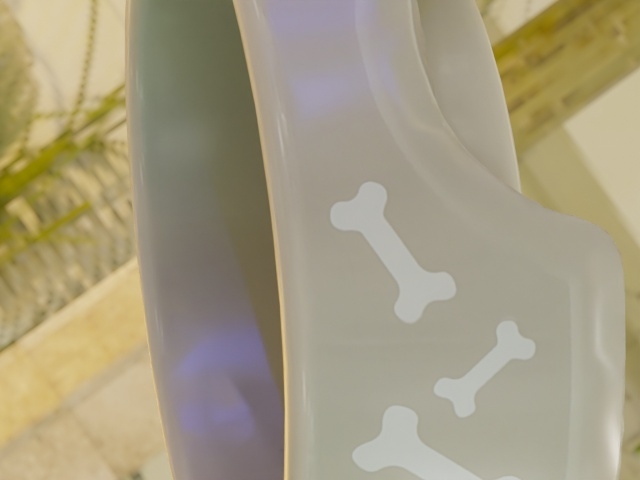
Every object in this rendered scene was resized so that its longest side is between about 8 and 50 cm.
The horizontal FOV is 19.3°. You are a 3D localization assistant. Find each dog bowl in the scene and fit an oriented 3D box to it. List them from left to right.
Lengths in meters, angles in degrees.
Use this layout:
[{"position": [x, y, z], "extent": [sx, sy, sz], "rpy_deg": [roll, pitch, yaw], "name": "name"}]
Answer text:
[{"position": [0.000, 0.000, 0.711], "extent": [0.349, 0.102, 0.348], "rpy_deg": [174, -90, -77], "name": "dog bowl"}]
